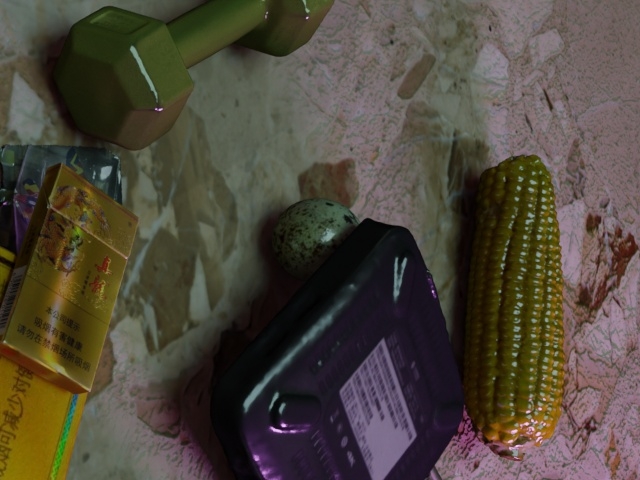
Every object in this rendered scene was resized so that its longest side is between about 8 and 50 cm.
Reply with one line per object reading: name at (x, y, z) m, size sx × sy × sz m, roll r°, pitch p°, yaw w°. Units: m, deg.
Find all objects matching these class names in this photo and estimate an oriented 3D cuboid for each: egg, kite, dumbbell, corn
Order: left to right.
kite at (-0.250, -0.034, 1.034) m, size 0.245 × 0.015 × 0.141 m, roll 20°, pitch 67°, yaw -47°
dumbbell at (-0.107, -0.188, 1.155) m, size 0.302 × 0.121 × 0.108 m, roll -39°, pitch 142°, yaw -45°
egg at (0.000, 0.000, 1.268) m, size 0.110 × 0.085 × 0.085 m, roll -4°, pitch 86°, yaw -62°
corn at (0.229, 0.075, 1.497) m, size 0.120 × 0.120 × 0.363 m, roll 22°, pitch 68°, yaw -46°

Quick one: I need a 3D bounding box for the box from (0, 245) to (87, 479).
box at (-0.301, 0.076, 0.898) m, size 0.301 × 0.084 × 0.192 m, roll 34°, pitch 57°, yaw -42°

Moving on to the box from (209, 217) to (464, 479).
box at (0.029, 0.163, 1.229) m, size 0.289 × 0.073 × 0.290 m, roll -47°, pitch 133°, yaw -34°

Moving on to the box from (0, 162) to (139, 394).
box at (-0.190, 0.028, 0.961) m, size 0.089 × 0.022 × 0.156 m, roll 41°, pitch 49°, yaw -38°

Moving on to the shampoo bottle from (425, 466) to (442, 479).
shampoo bottle at (0.136, 0.343, 1.390) m, size 0.086 × 0.056 × 0.227 m, roll -52°, pitch 122°, yaw -42°
